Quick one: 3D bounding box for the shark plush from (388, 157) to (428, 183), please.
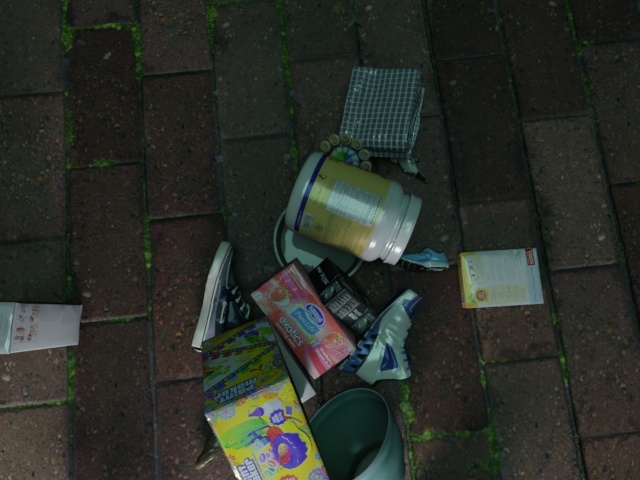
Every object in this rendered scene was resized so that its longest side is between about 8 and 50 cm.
[{"bbox_3d":[0.298,-0.256,1.412,0.161,0.073,0.067,45,52,12],"label":"shark plush"}]

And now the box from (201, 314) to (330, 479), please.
[{"bbox_3d":[-0.135,0.381,1.000,0.176,0.279,0.290,-21,111,-9],"label":"box"}]

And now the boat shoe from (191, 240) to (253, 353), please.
[{"bbox_3d":[-0.266,0.182,1.317,0.157,0.127,0.341,13,89,-4],"label":"boat shoe"}]

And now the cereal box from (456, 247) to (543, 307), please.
[{"bbox_3d":[0.552,0.116,1.354,0.239,0.047,0.173,-3,81,-1],"label":"cereal box"}]

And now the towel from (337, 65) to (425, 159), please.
[{"bbox_3d":[0.189,-0.404,1.361,0.234,0.121,0.284,7,81,24],"label":"towel"}]

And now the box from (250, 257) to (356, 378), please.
[{"bbox_3d":[-0.042,0.216,1.257,0.154,0.142,0.300,-36,93,4],"label":"box"}]

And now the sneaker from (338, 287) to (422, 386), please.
[{"bbox_3d":[0.216,0.305,1.296,0.182,0.127,0.316,39,90,2],"label":"sneaker"}]

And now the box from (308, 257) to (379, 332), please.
[{"bbox_3d":[0.065,0.157,1.250,0.077,0.180,0.147,-42,39,9],"label":"box"}]

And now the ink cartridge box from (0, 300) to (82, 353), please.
[{"bbox_3d":[-0.873,0.231,1.202,0.271,0.309,0.130,1,81,0],"label":"ink cartridge box"}]

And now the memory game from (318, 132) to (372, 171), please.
[{"bbox_3d":[0.071,-0.244,1.365,0.186,0.186,0.012,30,39,5],"label":"memory game"}]

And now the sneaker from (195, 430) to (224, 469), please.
[{"bbox_3d":[-0.296,0.579,1.282,0.188,0.066,0.071,-40,66,-11],"label":"sneaker"}]

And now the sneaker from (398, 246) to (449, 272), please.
[{"bbox_3d":[0.317,0.056,1.367,0.161,0.063,0.073,6,63,-3],"label":"sneaker"}]

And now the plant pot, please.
[{"bbox_3d":[0.109,0.583,1.184,0.293,0.293,0.196,-39,109,-6],"label":"plant pot"}]

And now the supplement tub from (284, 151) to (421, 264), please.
[{"bbox_3d":[0.090,-0.085,1.235,0.330,0.241,0.241,22,82,2],"label":"supplement tub"}]

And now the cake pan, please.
[{"bbox_3d":[0.000,0.000,1.369,0.292,0.054,0.294,0,81,0],"label":"cake pan"}]

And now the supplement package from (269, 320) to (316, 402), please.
[{"bbox_3d":[-0.155,0.372,1.224,0.194,0.149,0.203,-33,112,-5],"label":"supplement package"}]
